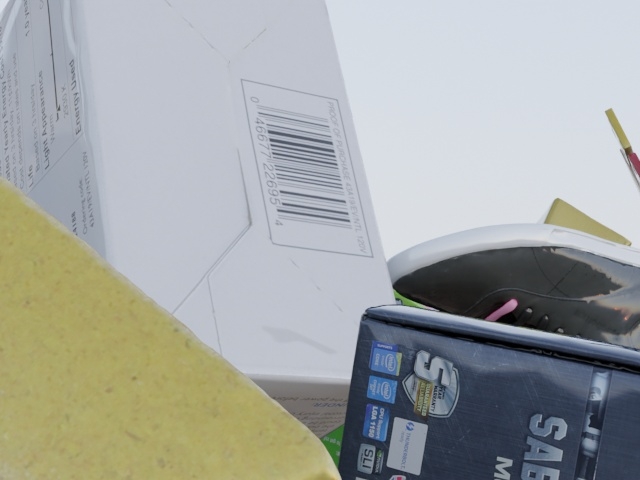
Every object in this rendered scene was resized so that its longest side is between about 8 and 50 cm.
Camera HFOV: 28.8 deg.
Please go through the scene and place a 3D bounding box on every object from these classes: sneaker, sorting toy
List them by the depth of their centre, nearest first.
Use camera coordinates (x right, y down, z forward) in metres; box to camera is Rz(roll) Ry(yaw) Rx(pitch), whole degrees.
[{"bbox_3d":[0.187,0.079,0.937,0.296,0.146,0.104,9,-27,-25],"label":"sneaker"},{"bbox_3d":[0.359,-0.026,1.256,0.046,0.132,0.274,-26,-50,12],"label":"sorting toy"}]

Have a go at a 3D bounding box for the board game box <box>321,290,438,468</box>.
[{"bbox_3d":[0.025,0.161,1.122,0.124,0.259,0.039,33,13,37],"label":"board game box"}]

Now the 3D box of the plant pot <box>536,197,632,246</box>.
[{"bbox_3d":[0.223,0.028,1.152,0.082,0.083,0.081,31,-28,4],"label":"plant pot"}]

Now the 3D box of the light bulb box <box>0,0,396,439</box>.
[{"bbox_3d":[-0.155,0.014,0.960,0.225,0.357,0.361,9,-32,-35],"label":"light bulb box"}]

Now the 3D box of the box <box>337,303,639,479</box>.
[{"bbox_3d":[0.092,0.155,0.524,0.184,0.232,0.059,11,5,21],"label":"box"}]

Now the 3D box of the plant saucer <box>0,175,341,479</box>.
[{"bbox_3d":[-0.168,0.116,0.499,0.333,0.332,0.081,36,42,24],"label":"plant saucer"}]
